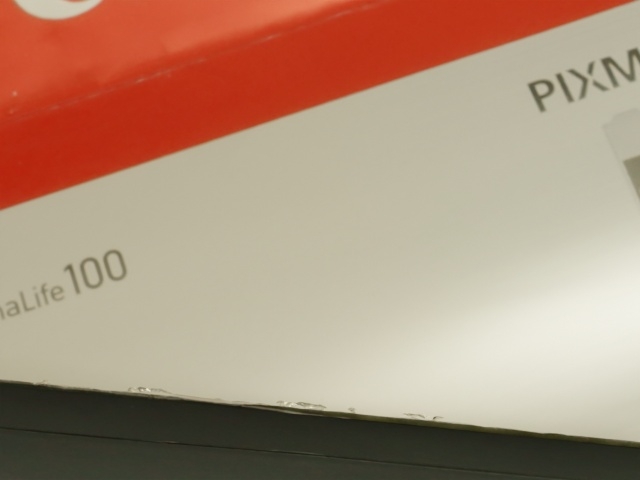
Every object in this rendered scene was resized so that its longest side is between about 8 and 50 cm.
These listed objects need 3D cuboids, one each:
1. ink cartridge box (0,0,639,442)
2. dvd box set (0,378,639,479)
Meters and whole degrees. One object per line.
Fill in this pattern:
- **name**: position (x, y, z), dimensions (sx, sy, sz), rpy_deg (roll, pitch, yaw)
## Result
- **ink cartridge box**: position (0.000, 0.000, 0.481), dimensions (0.308, 0.091, 0.385), rpy_deg (-19, 104, -4)
- **dvd box set**: position (0.005, 0.248, 0.456), dimensions (0.308, 0.062, 0.420), rpy_deg (6, 111, -9)
